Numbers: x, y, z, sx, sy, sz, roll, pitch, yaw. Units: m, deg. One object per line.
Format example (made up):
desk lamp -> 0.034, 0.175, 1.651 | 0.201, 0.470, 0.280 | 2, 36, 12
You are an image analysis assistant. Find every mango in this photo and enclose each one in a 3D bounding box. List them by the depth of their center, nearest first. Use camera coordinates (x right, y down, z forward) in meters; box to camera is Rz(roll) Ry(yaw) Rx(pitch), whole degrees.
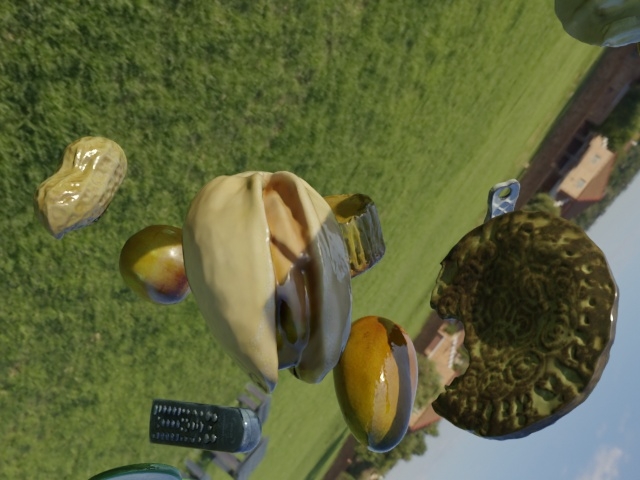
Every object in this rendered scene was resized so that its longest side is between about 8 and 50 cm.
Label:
mango -> 0.080, 0.202, 0.979 | 0.120, 0.151, 0.221 | -19, -159, 18

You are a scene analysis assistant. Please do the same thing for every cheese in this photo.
cheese -> 0.261, 0.015, 1.062 | 0.163, 0.071, 0.249 | -31, 139, 2

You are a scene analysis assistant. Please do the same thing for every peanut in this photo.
peanut -> -0.305, -0.075, 0.856 | 0.093, 0.083, 0.194 | -54, -164, 30

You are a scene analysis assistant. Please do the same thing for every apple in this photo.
apple -> -0.307, 0.041, 1.288 | 0.163, 0.147, 0.146 | -66, 180, -47

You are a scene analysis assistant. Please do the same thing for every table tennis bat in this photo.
table tennis bat -> -0.303, 0.440, 1.191 | 0.160, 0.039, 0.257 | -27, 146, 21

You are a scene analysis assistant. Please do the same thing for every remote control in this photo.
remote control -> -0.108, 0.169, 0.604 | 0.027, 0.152, 0.043 | 6, 79, -46

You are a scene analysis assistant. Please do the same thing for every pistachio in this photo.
pistachio -> -0.066, 0.036, 0.803 | 0.193, 0.318, 0.214 | -2, 141, -16

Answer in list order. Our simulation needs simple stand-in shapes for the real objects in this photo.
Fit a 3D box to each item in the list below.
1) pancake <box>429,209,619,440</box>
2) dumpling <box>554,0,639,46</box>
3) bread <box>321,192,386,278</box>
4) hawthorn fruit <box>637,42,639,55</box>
pancake -> 0.227, 0.097, 0.811 | 0.033, 0.288, 0.286 | 30, 97, -33
dumpling -> 0.319, -0.287, 0.627 | 0.258, 0.193, 0.147 | -57, 137, -6
bread -> 0.000, 0.000, 1.342 | 0.227, 0.253, 0.142 | -44, 127, -60
hawthorn fruit -> 0.583, -0.323, 1.026 | 0.202, 0.185, 0.185 | -10, 144, -26
